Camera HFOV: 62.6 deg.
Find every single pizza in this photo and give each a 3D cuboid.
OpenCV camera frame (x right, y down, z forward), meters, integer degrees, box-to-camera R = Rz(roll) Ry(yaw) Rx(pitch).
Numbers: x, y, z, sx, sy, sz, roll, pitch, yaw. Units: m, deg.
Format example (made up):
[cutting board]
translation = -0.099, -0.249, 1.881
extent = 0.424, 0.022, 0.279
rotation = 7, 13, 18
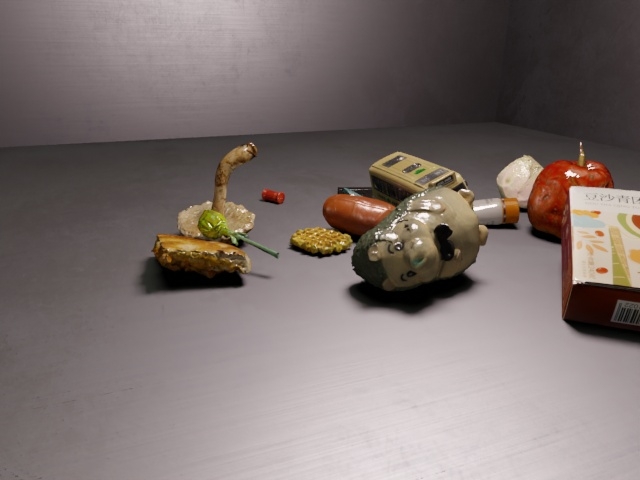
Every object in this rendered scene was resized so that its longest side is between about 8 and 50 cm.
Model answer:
[pizza]
translation = -0.336, 0.043, 1.358
extent = 0.336, 0.086, 0.226
rotation = 12, 10, 28

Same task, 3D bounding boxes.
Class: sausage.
[sausage]
translation = 0.132, -0.074, 1.629
extent = 0.259, 0.133, 0.133
rotation = 14, 23, 12

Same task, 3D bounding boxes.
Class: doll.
[doll]
translation = 0.246, 0.004, 1.299
extent = 0.350, 0.247, 0.247
rotation = -22, 28, -22

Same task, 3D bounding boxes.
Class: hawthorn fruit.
[hawthorn fruit]
translation = 0.782, -0.128, 1.647
extent = 0.259, 0.261, 0.258
rotation = 11, 53, -15

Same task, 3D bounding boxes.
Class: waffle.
[waffle]
translation = 0.002, -0.002, 1.574
extent = 0.191, 0.038, 0.191
rotation = 0, 19, 0

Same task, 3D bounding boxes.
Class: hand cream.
[hand cream]
translation = 0.500, -0.092, 1.780
extent = 0.315, 0.089, 0.139
rotation = -6, 24, 8

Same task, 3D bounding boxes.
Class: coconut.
[coconut]
translation = 0.745, -0.203, 1.946
extent = 0.195, 0.194, 0.194
rotation = 1, 21, 0

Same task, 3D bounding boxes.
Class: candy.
[candy]
translation = -0.218, -0.008, 1.400
extent = 0.262, 0.073, 0.077
rotation = 24, 63, 23

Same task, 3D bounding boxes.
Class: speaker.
[speaker]
translation = 0.164, -0.187, 2.068
extent = 0.191, 0.040, 0.046
rotation = -1, 20, -4

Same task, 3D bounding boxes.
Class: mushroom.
[mushroom]
translation = -0.308, -0.131, 1.579
extent = 0.233, 0.301, 0.208
rotation = 2, -4, -13

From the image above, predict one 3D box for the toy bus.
[toy bus]
translation = 0.316, -0.156, 1.706
extent = 0.177, 0.201, 0.365
rotation = -29, 31, -16

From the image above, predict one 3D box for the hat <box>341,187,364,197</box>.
[hat]
translation = 0.138, -0.100, 1.759
extent = 0.191, 0.077, 0.138
rotation = 30, -9, 7

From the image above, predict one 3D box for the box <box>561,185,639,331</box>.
[box]
translation = 0.754, 0.039, 1.219
extent = 0.345, 0.122, 0.385
rotation = 8, 40, 18

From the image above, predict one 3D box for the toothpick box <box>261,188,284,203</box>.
[toothpick box]
translation = -0.178, -0.168, 2.000
extent = 0.083, 0.047, 0.047
rotation = 16, 25, 32
